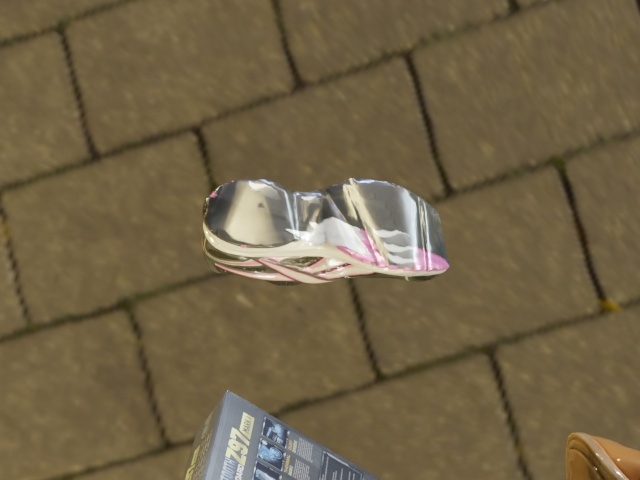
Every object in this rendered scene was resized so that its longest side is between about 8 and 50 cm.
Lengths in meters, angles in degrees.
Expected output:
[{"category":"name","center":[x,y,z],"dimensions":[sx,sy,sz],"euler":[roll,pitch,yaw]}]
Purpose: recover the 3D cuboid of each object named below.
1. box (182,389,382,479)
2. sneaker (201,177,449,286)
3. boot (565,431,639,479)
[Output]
[{"category":"box","center":[-0.034,0.252,1.541],"dimensions":[0.183,0.233,0.059],"euler":[32,116,-11]},{"category":"sneaker","center":[0.000,0.000,1.248],"dimensions":[0.178,0.077,0.072],"euler":[10,60,-10]},{"category":"boot","center":[0.256,0.164,1.133],"dimensions":[0.152,0.197,0.073],"euler":[-11,110,-20]}]
